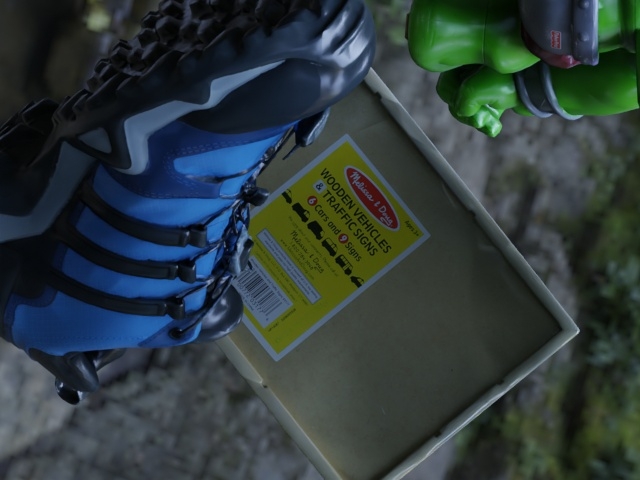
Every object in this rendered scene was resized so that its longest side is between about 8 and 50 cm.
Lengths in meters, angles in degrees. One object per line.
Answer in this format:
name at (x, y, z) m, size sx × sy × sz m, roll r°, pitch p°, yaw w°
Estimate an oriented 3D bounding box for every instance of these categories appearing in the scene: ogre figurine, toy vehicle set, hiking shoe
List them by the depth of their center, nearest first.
ogre figurine at (0.083, -0.080, 0.541) m, size 0.197 × 0.118 × 0.097 m, roll 85°, pitch 18°, yaw -46°
hiking shoe at (-0.061, -0.024, 0.841) m, size 0.132 × 0.304 × 0.113 m, roll 48°, pitch 50°, yaw -14°
toy vehicle set at (0.000, 0.000, 1.080) m, size 0.166 × 0.267 × 0.035 m, roll -38°, pitch 178°, yaw -2°
